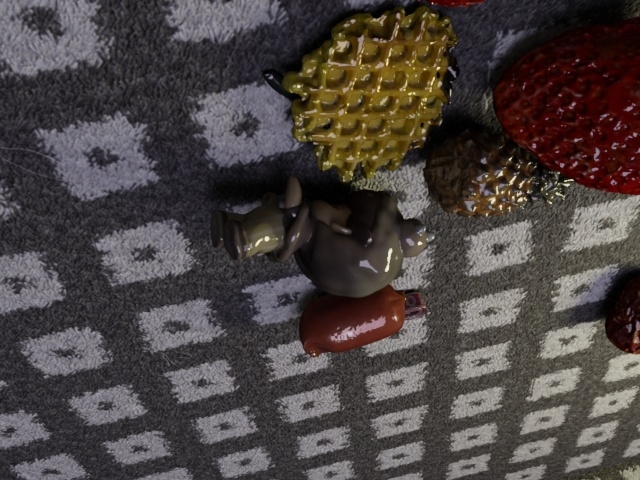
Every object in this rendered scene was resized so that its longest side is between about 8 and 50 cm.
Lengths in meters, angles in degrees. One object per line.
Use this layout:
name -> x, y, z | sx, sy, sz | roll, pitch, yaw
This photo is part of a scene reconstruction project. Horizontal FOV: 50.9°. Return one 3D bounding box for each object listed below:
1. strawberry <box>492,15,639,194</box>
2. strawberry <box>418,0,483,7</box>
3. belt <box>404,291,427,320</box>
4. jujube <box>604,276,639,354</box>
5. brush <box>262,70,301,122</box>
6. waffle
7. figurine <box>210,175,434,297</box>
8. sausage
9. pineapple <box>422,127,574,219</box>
strawberry -> 0.484, -0.230, 1.121 | 0.292, 0.310, 0.291 | -27, 132, -34
strawberry -> 0.168, -0.397, 0.790 | 0.239, 0.288, 0.250 | -19, 119, 17
belt -> 0.135, 0.178, 1.585 | 0.232, 0.053, 0.071 | -19, 146, 3
jujube -> 0.838, 0.192, 1.763 | 0.155, 0.155, 0.230 | -11, 130, -7
brush -> -0.028, -0.222, 1.118 | 0.063, 0.016, 0.193 | -39, 136, 15
waffle -> 0.096, -0.232, 1.108 | 0.307, 0.060, 0.312 | -25, 139, 5
figurine -> -0.001, 0.000, 1.218 | 0.381, 0.203, 0.248 | 6, 166, -27
sausage -> 0.070, 0.169, 1.483 | 0.255, 0.148, 0.148 | -17, 139, 1
pineapple -> 0.354, -0.117, 1.272 | 0.361, 0.175, 0.175 | 2, 138, -43
